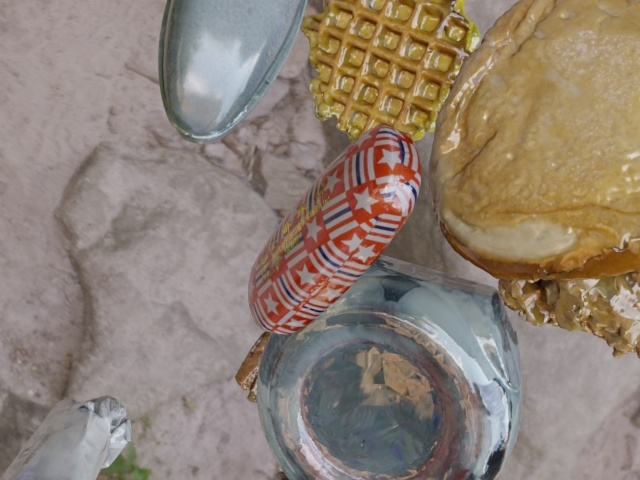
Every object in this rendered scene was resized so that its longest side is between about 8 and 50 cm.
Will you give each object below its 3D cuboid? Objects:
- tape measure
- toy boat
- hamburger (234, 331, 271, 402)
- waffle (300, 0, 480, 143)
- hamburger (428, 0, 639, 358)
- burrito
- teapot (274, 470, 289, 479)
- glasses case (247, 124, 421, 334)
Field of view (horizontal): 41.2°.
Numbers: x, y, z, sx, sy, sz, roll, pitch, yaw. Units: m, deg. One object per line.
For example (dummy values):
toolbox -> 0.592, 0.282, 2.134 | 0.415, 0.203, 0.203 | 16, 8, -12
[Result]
tape measure -> 0.072, 0.140, 0.841 | 0.147, 0.256, 0.275 | -25, 129, -66
toy boat -> -0.041, -0.167, 0.514 | 0.078, 0.085, 0.261 | 16, 63, -7
hamburger -> -0.022, 0.136, 1.050 | 0.176, 0.087, 0.102 | -16, 141, -59
waffle -> 0.087, -0.237, 1.097 | 0.058, 0.243, 0.238 | -5, 72, -66
hamburger -> 0.199, -0.056, 0.567 | 0.243, 0.286, 0.146 | -33, 141, 29
burrito -> -0.171, 0.160, 0.522 | 0.064, 0.203, 0.064 | 4, 114, 9
teapot -> -0.014, 0.444, 0.913 | 0.361, 0.305, 0.376 | 20, 86, -22
glasses case -> 0.000, 0.000, 0.601 | 0.049, 0.073, 0.194 | 17, 135, -26
